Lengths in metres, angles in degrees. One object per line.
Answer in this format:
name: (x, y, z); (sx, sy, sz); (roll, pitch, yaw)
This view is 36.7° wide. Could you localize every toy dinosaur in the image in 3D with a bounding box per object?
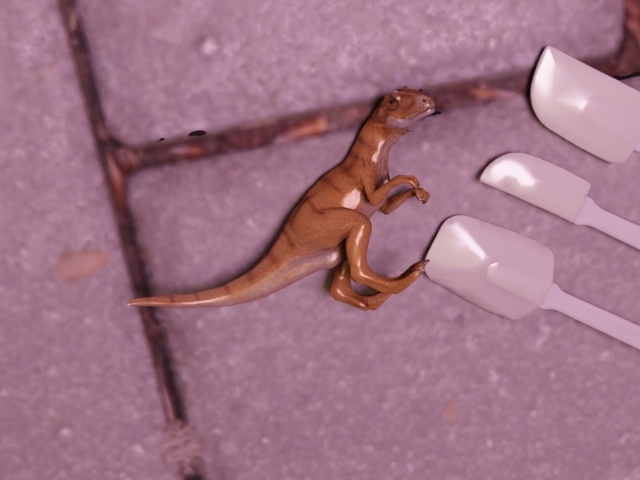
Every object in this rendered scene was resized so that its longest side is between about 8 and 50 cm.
toy dinosaur: (0.000, 0.000, 0.592); (0.112, 0.064, 0.211); (44, 91, -1)

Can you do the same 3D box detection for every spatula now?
spatula: (0.205, 0.000, 0.631); (0.242, 0.019, 0.168); (24, 101, -15)
